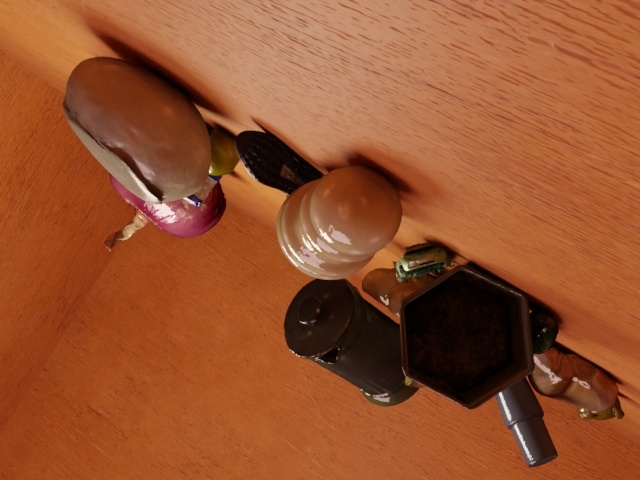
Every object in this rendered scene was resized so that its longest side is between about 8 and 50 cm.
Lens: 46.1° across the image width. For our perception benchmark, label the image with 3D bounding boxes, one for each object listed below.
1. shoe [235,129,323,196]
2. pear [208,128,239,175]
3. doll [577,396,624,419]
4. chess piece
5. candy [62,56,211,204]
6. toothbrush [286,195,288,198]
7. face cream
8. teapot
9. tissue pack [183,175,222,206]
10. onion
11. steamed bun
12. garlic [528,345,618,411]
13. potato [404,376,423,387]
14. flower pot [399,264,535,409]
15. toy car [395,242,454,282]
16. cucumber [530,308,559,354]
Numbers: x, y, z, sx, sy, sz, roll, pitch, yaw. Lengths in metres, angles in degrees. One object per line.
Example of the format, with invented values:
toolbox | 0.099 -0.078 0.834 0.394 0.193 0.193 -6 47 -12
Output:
shoe | -0.077 -0.124 1.243 0.194 0.074 0.077 32 -178 -41
pear | -0.200 -0.175 1.463 0.092 0.092 0.097 30 134 25
doll | 0.629 0.367 1.818 0.209 0.097 0.137 37 -178 -1
chess piece | 0.032 -0.026 1.080 0.167 0.167 0.299 32 172 -5
candy | -0.306 -0.194 1.297 0.295 0.185 0.295 45 170 10
toothbrush | -0.012 -0.074 1.666 0.030 0.031 0.297 4 -173 -26
face cream | 0.419 0.311 1.686 0.135 0.086 0.385 36 -150 -55
teapot | 0.070 0.194 1.664 0.337 0.200 0.271 38 -149 -42
tissue pack | -0.335 -0.211 1.542 0.269 0.137 0.209 36 -170 -29
onion | -0.453 -0.151 2.164 0.358 0.344 0.358 47 -159 -25
steamed bun | 0.229 0.129 1.605 0.292 0.137 0.295 31 -178 -2
garlic | 0.533 0.302 1.642 0.217 0.110 0.228 27 175 16
potato | 0.220 0.259 1.521 0.066 0.103 0.096 33 -179 -3
flower pot | 0.243 0.163 1.295 0.239 0.209 0.189 26 177 9
toy car | 0.176 0.034 1.306 0.093 0.058 0.186 -13 172 1
cucumber | 0.383 0.160 1.318 0.069 0.069 0.227 30 172 18
